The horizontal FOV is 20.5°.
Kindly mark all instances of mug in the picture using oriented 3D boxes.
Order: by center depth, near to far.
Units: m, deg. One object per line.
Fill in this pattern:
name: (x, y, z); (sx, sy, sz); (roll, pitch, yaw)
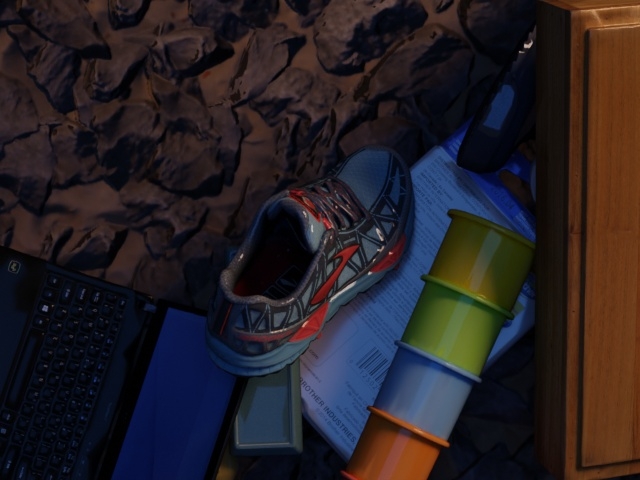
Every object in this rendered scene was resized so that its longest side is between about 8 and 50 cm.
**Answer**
mug: (-0.106, 0.193, 1.615); (0.062, 0.078, 0.064); (-11, 90, 26)

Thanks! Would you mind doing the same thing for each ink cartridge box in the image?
ink cartridge box: (0.092, 0.050, 1.628); (0.311, 0.065, 0.186); (-43, 81, 0)

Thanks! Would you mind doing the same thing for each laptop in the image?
laptop: (-0.216, 0.146, 1.590); (0.264, 0.136, 0.234); (19, 83, -6)

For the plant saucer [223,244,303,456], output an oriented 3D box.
plant saucer: (-0.053, 0.097, 1.595); (0.067, 0.018, 0.192); (-3, 83, 4)

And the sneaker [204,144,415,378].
sneaker: (0.000, 0.000, 1.525); (0.104, 0.125, 0.262); (28, 59, 20)

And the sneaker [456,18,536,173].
sneaker: (0.248, -0.163, 1.596); (0.131, 0.112, 0.319); (37, 71, 2)

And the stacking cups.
stacking cups: (0.089, 0.132, 1.538); (0.096, 0.096, 0.316); (25, 84, 6)

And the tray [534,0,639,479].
tray: (0.290, -0.005, 1.508); (0.202, 0.076, 0.411); (-7, 107, -15)

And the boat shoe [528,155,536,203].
boat shoe: (0.333, -0.063, 1.607); (0.301, 0.102, 0.108); (-4, 108, -3)
